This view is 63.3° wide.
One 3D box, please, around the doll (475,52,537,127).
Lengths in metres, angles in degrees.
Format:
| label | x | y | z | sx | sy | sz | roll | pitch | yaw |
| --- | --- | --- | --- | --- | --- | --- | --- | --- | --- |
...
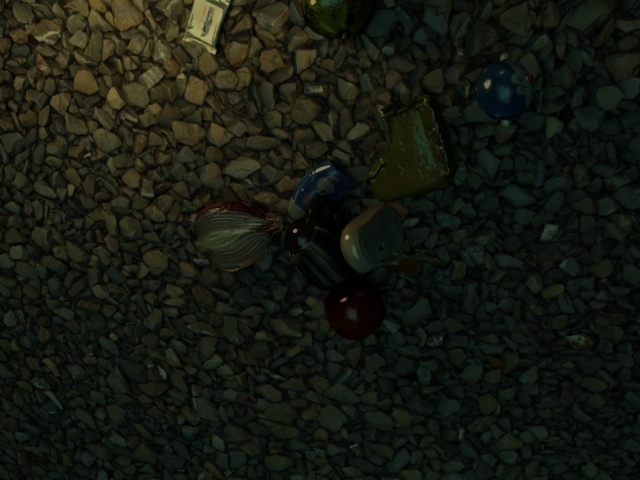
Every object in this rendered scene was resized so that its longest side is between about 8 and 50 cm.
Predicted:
| label | x | y | z | sx | sy | sz | roll | pitch | yaw |
| --- | --- | --- | --- | --- | --- | --- | --- | --- | --- |
| doll | 0.537 | -0.429 | 1.500 | 0.161 | 0.257 | 0.215 | -9 | 105 | 23 |

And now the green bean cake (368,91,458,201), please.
| label | x | y | z | sx | sy | sz | roll | pitch | yaw |
| --- | --- | --- | --- | --- | --- | --- | --- | --- | --- |
| green bean cake | 0.275 | -0.300 | 1.653 | 0.284 | 0.202 | 0.310 | -7 | 109 | 28 |

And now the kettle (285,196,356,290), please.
| label | x | y | z | sx | sy | sz | roll | pitch | yaw |
| --- | --- | --- | --- | --- | --- | --- | --- | --- | --- |
| kettle | -0.001 | 0.015 | 1.766 | 0.250 | 0.207 | 0.271 | -38 | 135 | 11 |

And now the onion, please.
| label | x | y | z | sx | sy | sz | roll | pitch | yaw |
| --- | --- | --- | --- | --- | --- | --- | --- | --- | --- |
| onion | -0.279 | -0.045 | 1.890 | 0.348 | 0.159 | 0.267 | -14 | 120 | 10 |

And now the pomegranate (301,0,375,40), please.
| label | x | y | z | sx | sy | sz | roll | pitch | yaw |
| --- | --- | --- | --- | --- | --- | --- | --- | --- | --- |
| pomegranate | 0.063 | -0.729 | 1.511 | 0.203 | 0.222 | 0.277 | 24 | 97 | 21 |

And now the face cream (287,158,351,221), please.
| label | x | y | z | sx | sy | sz | roll | pitch | yaw |
| --- | --- | --- | --- | --- | --- | --- | --- | --- | --- |
| face cream | -0.017 | -0.160 | 1.820 | 0.149 | 0.083 | 0.264 | 37 | 115 | -14 |

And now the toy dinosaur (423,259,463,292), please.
| label | x | y | z | sx | sy | sz | roll | pitch | yaw |
| --- | --- | --- | --- | --- | --- | --- | --- | --- | --- |
| toy dinosaur | 0.426 | 0.125 | 1.854 | 0.080 | 0.045 | 0.197 | 24 | 127 | -24 |

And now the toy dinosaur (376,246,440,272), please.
| label | x | y | z | sx | sy | sz | roll | pitch | yaw |
| --- | --- | --- | --- | --- | --- | --- | --- | --- | --- |
| toy dinosaur | 0.308 | 0.075 | 1.871 | 0.212 | 0.057 | 0.142 | -29 | 123 | 33 |

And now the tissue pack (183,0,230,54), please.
| label | x | y | z | sx | sy | sz | roll | pitch | yaw |
| --- | --- | --- | --- | --- | --- | --- | --- | --- | --- |
| tissue pack | -0.373 | -0.727 | 1.703 | 0.122 | 0.026 | 0.193 | 24 | 115 | 2 |

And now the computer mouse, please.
| label | x | y | z | sx | sy | sz | roll | pitch | yaw |
| --- | --- | --- | --- | --- | --- | --- | --- | --- | --- |
| computer mouse | 0.165 | -0.003 | 1.752 | 0.121 | 0.297 | 0.184 | -18 | 107 | 42 |

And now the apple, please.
| label | x | y | z | sx | sy | sz | roll | pitch | yaw |
| --- | --- | --- | --- | --- | --- | --- | --- | --- | --- |
| apple | 0.125 | 0.248 | 1.881 | 0.218 | 0.218 | 0.201 | -25 | 101 | 20 |
